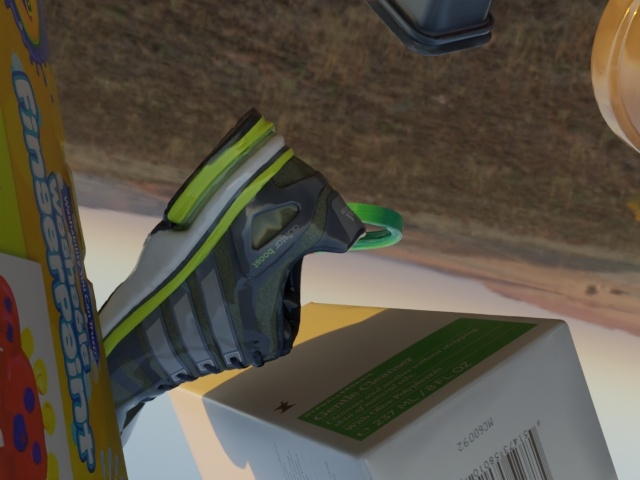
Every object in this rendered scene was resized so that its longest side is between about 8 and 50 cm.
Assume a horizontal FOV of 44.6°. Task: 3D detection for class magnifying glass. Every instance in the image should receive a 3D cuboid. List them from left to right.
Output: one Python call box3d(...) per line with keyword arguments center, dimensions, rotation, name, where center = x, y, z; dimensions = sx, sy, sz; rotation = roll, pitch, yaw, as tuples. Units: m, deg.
box3d(center=(0.000, 0.000, 0.832), dimensions=(0.092, 0.026, 0.231), rotation=(14, 163, -30), name="magnifying glass")

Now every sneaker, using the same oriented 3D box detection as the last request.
box3d(center=(-0.085, 0.061, 0.546), dimensions=(0.121, 0.300, 0.111), rotation=(36, -156, -2), name="sneaker")

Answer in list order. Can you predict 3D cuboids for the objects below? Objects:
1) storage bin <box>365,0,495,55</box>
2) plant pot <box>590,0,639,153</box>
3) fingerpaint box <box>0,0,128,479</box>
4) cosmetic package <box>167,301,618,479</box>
box3d(center=(0.087, -0.221, 0.590), dimensions=(0.098, 0.135, 0.091), rotation=(-18, 150, -26), name="storage bin")
box3d(center=(0.518, -0.198, 0.905), dimensions=(0.324, 0.323, 0.280), rotation=(13, -157, -6), name="plant pot")
box3d(center=(-0.229, -0.014, 0.324), dimensions=(0.163, 0.444, 0.371), rotation=(-11, 178, -1), name="fingerpaint box")
box3d(center=(0.032, 0.162, 0.662), dimensions=(0.197, 0.155, 0.366), rotation=(-27, -168, -29), name="cosmetic package")
